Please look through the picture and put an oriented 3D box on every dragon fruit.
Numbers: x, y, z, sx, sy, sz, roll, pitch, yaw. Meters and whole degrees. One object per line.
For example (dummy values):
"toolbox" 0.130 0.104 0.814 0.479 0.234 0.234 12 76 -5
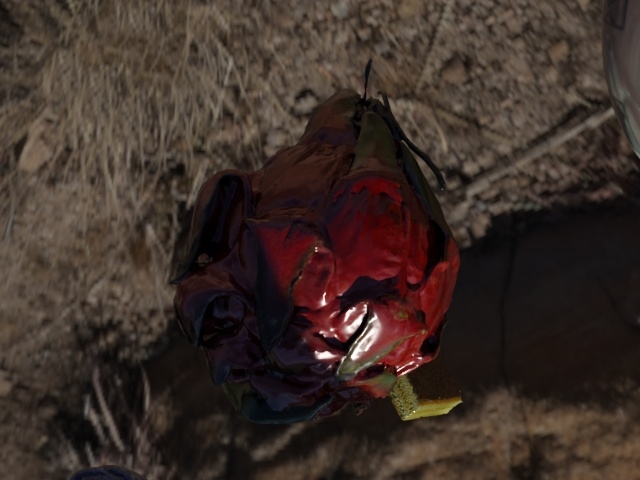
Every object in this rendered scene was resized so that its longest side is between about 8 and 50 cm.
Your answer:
"dragon fruit" 0.000 0.000 1.165 0.234 0.234 0.293 7 88 -8

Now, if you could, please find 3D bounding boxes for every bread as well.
"bread" 0.102 0.144 1.594 0.035 0.094 0.090 -37 69 28

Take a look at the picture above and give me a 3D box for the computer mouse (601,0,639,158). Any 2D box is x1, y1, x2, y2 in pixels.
"computer mouse" 0.289 -0.049 1.016 0.115 0.199 0.389 -32 110 8

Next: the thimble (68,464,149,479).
"thimble" -0.234 0.337 1.695 0.150 0.150 0.098 -22 151 5
